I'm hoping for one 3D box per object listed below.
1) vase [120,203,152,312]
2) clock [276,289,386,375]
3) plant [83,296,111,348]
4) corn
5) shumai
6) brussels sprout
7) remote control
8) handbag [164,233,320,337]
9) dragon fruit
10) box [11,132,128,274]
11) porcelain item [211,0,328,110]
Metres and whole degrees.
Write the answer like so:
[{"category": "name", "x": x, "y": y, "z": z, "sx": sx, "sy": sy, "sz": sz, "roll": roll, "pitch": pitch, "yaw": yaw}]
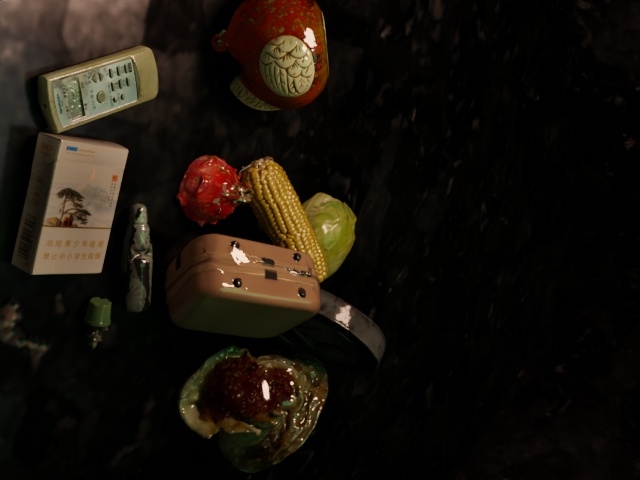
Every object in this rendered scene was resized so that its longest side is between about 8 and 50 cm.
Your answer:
[{"category": "vase", "x": -0.351, "y": 0.032, "z": 1.505, "sx": 0.060, "sy": 0.060, "sz": 0.211, "roll": -17, "pitch": 118, "yaw": -51}, {"category": "clock", "x": 0.002, "y": 0.212, "z": 1.869, "sx": 0.067, "sy": 0.325, "sz": 0.325, "roll": -61, "pitch": 146, "yaw": -25}, {"category": "plant", "x": -0.421, "y": 0.160, "z": 1.476, "sx": 0.051, "sy": 0.051, "sz": 0.102, "roll": -10, "pitch": 118, "yaw": -54}, {"category": "corn", "x": -0.077, "y": -0.039, "z": 1.729, "sx": 0.106, "sy": 0.106, "sz": 0.305, "roll": -36, "pitch": 102, "yaw": -42}, {"category": "shumai", "x": -0.164, "y": 0.344, "z": 1.834, "sx": 0.288, "sy": 0.292, "sz": 0.329, "roll": 41, "pitch": 59, "yaw": -17}, {"category": "brussels sprout", "x": 0.000, "y": 0.000, "z": 1.909, "sx": 0.223, "sy": 0.161, "sz": 0.223, "roll": -26, "pitch": 128, "yaw": -39}, {"category": "remote control", "x": -0.375, "y": -0.263, "z": 1.350, "sx": 0.233, "sy": 0.038, "sz": 0.098, "roll": -32, "pitch": 130, "yaw": -43}, {"category": "handbag", "x": -0.181, "y": 0.114, "z": 1.637, "sx": 0.302, "sy": 0.283, "sz": 0.149, "roll": 10, "pitch": 55, "yaw": -37}, {"category": "dragon fruit", "x": -0.207, "y": -0.095, "z": 1.613, "sx": 0.153, "sy": 0.111, "sz": 0.153, "roll": -23, "pitch": 120, "yaw": -48}, {"category": "box", "x": -0.425, "y": -0.060, "z": 1.343, "sx": 0.149, "sy": 0.067, "sz": 0.233, "roll": 1, "pitch": 107, "yaw": -59}, {"category": "porcelain item", "x": -0.102, "y": -0.385, "z": 1.575, "sx": 0.253, "sy": 0.253, "sz": 0.252, "roll": -30, "pitch": 128, "yaw": -46}]
